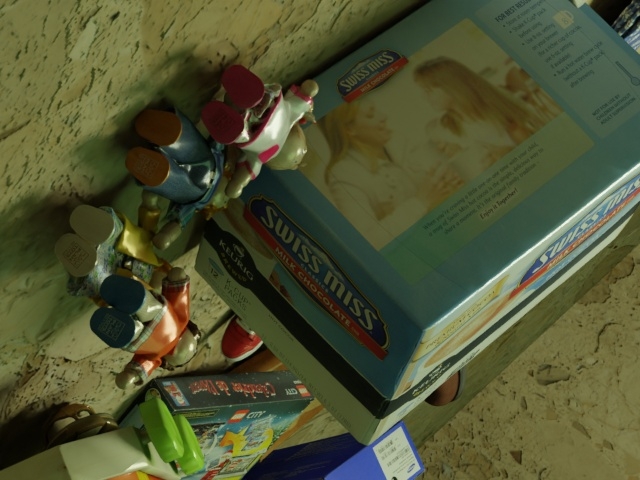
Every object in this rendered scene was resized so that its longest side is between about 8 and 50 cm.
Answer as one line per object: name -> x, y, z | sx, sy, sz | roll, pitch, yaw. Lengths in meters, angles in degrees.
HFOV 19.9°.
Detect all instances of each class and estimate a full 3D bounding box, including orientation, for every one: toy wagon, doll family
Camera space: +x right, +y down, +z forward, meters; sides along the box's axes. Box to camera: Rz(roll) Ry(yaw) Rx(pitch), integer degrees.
toy wagon -> -0.235, 0.237, 1.643 | 0.267, 0.068, 0.344 | -24, 166, 0
doll family -> -0.109, -0.024, 1.326 | 0.263, 0.118, 0.163 | -60, 161, -4

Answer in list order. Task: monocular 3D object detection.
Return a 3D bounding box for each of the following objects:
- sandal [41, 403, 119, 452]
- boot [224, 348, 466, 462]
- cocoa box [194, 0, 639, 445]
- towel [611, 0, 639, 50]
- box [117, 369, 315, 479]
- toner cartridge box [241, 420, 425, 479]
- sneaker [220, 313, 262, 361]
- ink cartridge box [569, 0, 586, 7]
sandal -> -0.229, 0.178, 1.693 | 0.072, 0.049, 0.180 | -23, 173, -11
boot -> 0.035, 0.173, 2.159 | 0.280, 0.096, 0.264 | -39, 141, -18
cocoa box -> 0.103, -0.044, 1.550 | 0.347, 0.231, 0.228 | -36, 164, -28
towel -> 0.340, -0.204, 2.091 | 0.243, 0.040, 0.336 | -42, 170, -45
box -> -0.133, 0.210, 1.963 | 0.233, 0.044, 0.159 | 2, 135, -52
toner cartridge box -> -0.048, 0.319, 2.294 | 0.348, 0.075, 0.165 | -19, -174, 46
sneaker -> -0.062, 0.071, 1.850 | 0.118, 0.042, 0.067 | -49, 171, -5
ink cartridge box -> 0.230, -0.286, 1.434 | 0.181, 0.104, 0.061 | -45, 167, 5
